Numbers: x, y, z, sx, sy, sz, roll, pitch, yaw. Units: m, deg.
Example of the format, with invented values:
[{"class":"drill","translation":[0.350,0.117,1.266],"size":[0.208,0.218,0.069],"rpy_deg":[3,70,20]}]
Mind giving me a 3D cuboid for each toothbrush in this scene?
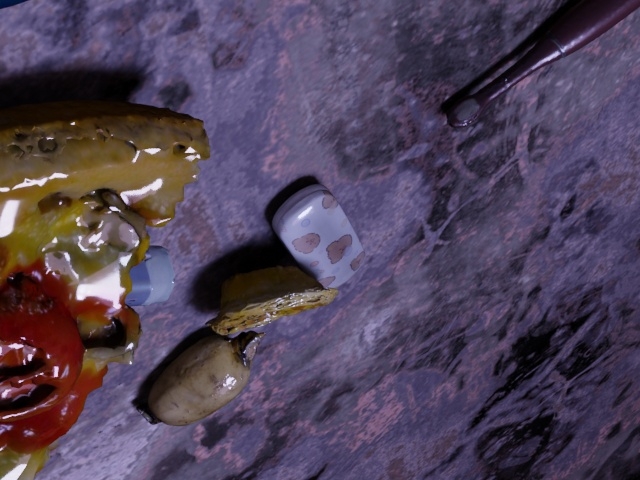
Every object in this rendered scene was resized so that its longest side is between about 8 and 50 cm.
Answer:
[{"class":"toothbrush","translation":[0.264,-0.216,1.334],"size":[0.364,0.041,0.041],"rpy_deg":[-38,152,-4]}]

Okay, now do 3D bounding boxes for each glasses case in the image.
[{"class":"glasses case","translation":[0.000,0.000,1.325],"size":[0.063,0.041,0.164],"rpy_deg":[-38,152,-4]}]

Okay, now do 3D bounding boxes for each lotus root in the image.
[{"class":"lotus root","translation":[-0.108,0.132,1.363],"size":[0.152,0.063,0.072],"rpy_deg":[-39,142,15]}]

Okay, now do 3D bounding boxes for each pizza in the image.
[{"class":"pizza","translation":[-0.258,0.111,1.003],"size":[0.440,0.130,0.406],"rpy_deg":[-21,129,-23]}]

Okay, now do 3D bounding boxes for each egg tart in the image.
[{"class":"egg tart","translation":[-0.045,0.049,1.304],"size":[0.129,0.049,0.129],"rpy_deg":[-14,173,-2]}]

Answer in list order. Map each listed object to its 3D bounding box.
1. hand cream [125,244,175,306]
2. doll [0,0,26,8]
[{"class":"hand cream","translation":[-0.226,0.034,1.100],"size":[0.255,0.048,0.079],"rpy_deg":[-1,129,-42]},{"class":"doll","translation":[-0.191,-0.178,0.678],"size":[0.186,0.198,0.322],"rpy_deg":[21,128,-26]}]
